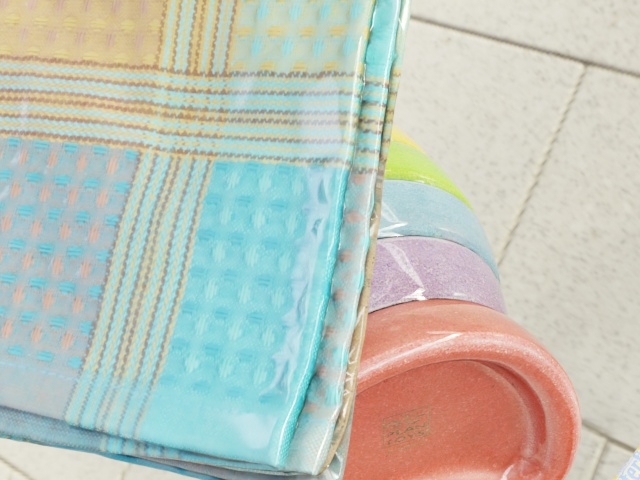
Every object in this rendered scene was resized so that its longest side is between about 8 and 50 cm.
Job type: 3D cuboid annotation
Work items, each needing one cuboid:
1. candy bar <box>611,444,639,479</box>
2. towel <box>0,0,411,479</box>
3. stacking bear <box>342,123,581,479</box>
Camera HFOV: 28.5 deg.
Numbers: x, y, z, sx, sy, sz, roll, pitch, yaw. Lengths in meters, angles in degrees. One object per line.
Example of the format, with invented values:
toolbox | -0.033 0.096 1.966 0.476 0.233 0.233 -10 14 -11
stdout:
candy bar | 0.312 0.222 1.226 0.040 0.018 0.161 19 44 38
towel | -0.089 -0.092 0.551 0.271 0.040 0.370 5 79 24
stacking bear | 0.000 0.000 0.670 0.175 0.164 0.289 -14 48 -11
